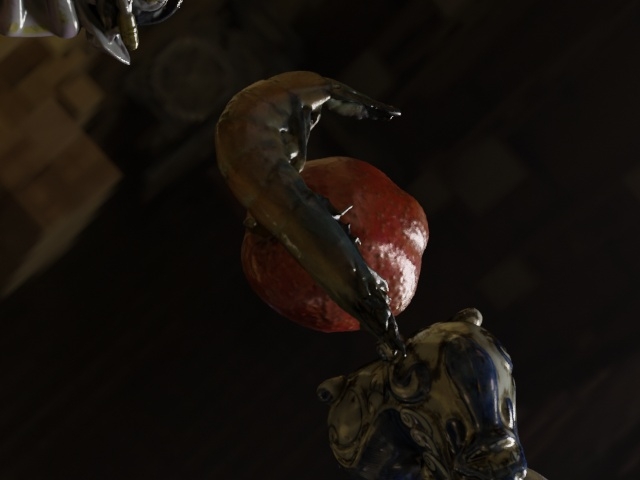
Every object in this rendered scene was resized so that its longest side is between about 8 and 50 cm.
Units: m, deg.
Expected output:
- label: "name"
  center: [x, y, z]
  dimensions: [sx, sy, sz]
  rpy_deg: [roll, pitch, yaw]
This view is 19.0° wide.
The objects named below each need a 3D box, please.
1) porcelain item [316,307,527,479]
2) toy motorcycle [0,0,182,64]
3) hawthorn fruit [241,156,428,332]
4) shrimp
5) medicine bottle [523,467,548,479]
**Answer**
- label: "porcelain item"
  center: [0.111, 0.182, 1.893]
  dimensions: [0.138, 0.186, 0.288]
  rpy_deg: [-20, 170, -27]
- label: "toy motorcycle"
  center: [-0.232, -0.223, 1.601]
  dimensions: [0.152, 0.225, 0.073]
  rpy_deg: [-48, -149, 13]
- label: "hawthorn fruit"
  center: [0.000, 0.000, 2.210]
  dimensions: [0.253, 0.205, 0.205]
  rpy_deg: [22, 127, -40]
- label: "shrimp"
  center: [0.032, -0.038, 1.635]
  dimensions: [0.198, 0.262, 0.051]
  rpy_deg: [-37, 177, -38]
- label: "medicine bottle"
  center: [0.234, 0.415, 2.122]
  dimensions: [0.211, 0.211, 0.371]
  rpy_deg: [-42, 138, -6]
